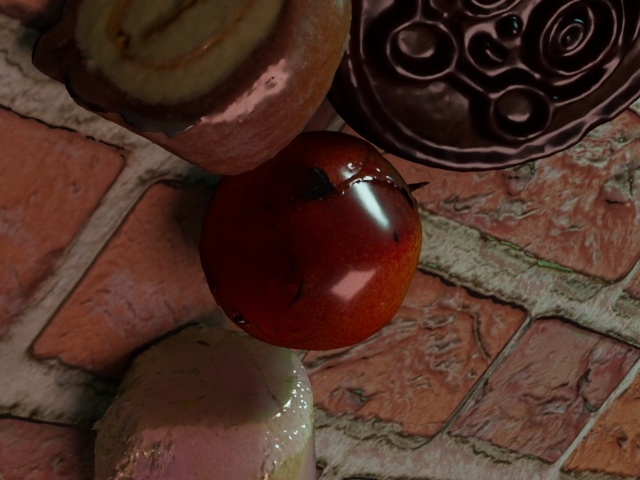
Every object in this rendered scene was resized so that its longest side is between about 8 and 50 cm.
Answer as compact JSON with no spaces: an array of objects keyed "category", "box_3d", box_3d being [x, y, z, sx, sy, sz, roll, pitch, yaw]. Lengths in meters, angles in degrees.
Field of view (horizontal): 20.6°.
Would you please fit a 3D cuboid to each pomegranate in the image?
[{"category":"pomegranate","box_3d":[0.000,0.000,1.624,0.235,0.210,0.210,-15,136,-46]}]

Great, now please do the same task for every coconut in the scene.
[{"category":"coconut","box_3d":[-0.115,0.230,1.744,0.233,0.233,0.245,-25,134,-33]}]

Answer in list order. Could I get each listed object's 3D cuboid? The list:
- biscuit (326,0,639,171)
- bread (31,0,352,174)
[{"category":"biscuit","box_3d":[0.180,-0.232,1.576,0.407,0.091,0.407,-13,128,-16]},{"category":"bread","box_3d":[-0.077,-0.171,1.371,0.244,0.190,0.123,-51,162,-2]}]
